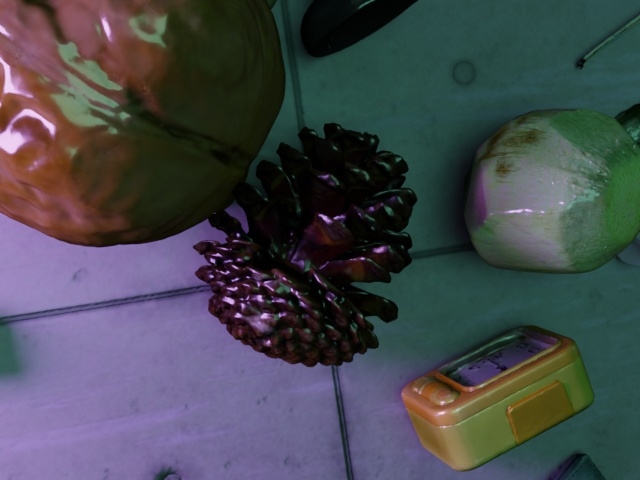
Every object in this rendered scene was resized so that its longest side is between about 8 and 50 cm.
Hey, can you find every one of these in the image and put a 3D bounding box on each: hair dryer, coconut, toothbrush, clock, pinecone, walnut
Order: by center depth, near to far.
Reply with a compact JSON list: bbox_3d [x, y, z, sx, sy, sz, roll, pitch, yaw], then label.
[{"bbox_3d":[-0.234,-0.186,0.962,0.398,0.308,0.354,41,92,3],"label":"walnut"},{"bbox_3d":[-0.031,-0.366,1.035,0.156,0.284,0.320,-30,97,15],"label":"hair dryer"},{"bbox_3d":[-0.001,0.001,1.075,0.246,0.246,0.292,36,68,-12],"label":"pinecone"},{"bbox_3d":[0.272,-0.060,1.152,0.205,0.236,0.235,35,81,-46],"label":"coconut"},{"bbox_3d":[0.215,0.187,1.166,0.202,0.143,0.096,-24,99,-13],"label":"clock"},{"bbox_3d":[0.454,-0.318,1.282,0.294,0.026,0.028,-41,81,-11],"label":"toothbrush"}]

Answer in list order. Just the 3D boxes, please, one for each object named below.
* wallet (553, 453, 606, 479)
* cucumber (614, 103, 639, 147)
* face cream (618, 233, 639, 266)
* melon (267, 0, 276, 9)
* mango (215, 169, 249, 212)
[{"bbox_3d":[0.349,0.460,1.224,0.251,0.054,0.290,-39,93,-30],"label":"wallet"},{"bbox_3d":[0.428,-0.145,1.273,0.107,0.035,0.067,-29,99,-11],"label":"cucumber"},{"bbox_3d":[0.537,-0.088,1.267,0.346,0.102,0.102,-37,99,-13],"label":"face cream"},{"bbox_3d":[-0.108,-0.289,1.095,0.131,0.098,0.098,-12,94,21],"label":"melon"},{"bbox_3d":[-0.125,-0.084,1.120,0.080,0.060,0.114,24,81,-16],"label":"mango"}]
